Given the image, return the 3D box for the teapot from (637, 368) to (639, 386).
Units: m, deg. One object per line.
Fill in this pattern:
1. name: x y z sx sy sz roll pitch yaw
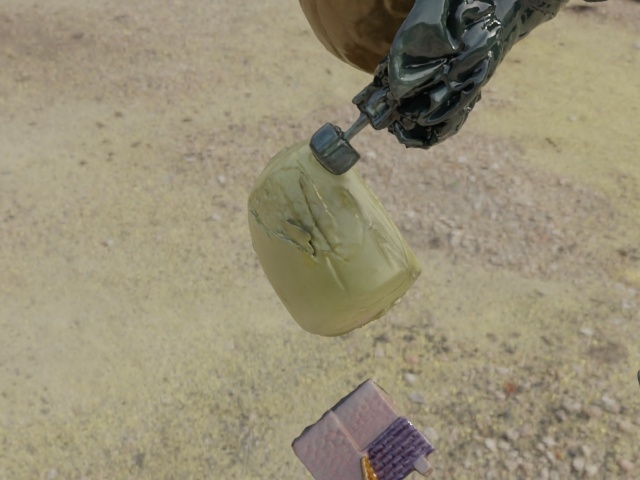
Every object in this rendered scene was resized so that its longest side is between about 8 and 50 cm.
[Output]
1. teapot: 0.499 0.201 1.176 0.083 0.049 0.064 -28 31 38

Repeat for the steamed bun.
1. steamed bun: 0.000 0.000 1.013 0.166 0.232 0.273 -37 1 0

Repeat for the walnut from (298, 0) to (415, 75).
1. walnut: 0.081 -0.281 0.862 0.227 0.228 0.228 0 34 0

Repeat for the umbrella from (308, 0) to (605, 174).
1. umbrella: 0.133 -0.178 0.736 0.349 0.143 0.094 -40 30 9

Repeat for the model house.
1. model house: 0.113 0.463 1.716 0.237 0.202 0.237 -39 49 -5
